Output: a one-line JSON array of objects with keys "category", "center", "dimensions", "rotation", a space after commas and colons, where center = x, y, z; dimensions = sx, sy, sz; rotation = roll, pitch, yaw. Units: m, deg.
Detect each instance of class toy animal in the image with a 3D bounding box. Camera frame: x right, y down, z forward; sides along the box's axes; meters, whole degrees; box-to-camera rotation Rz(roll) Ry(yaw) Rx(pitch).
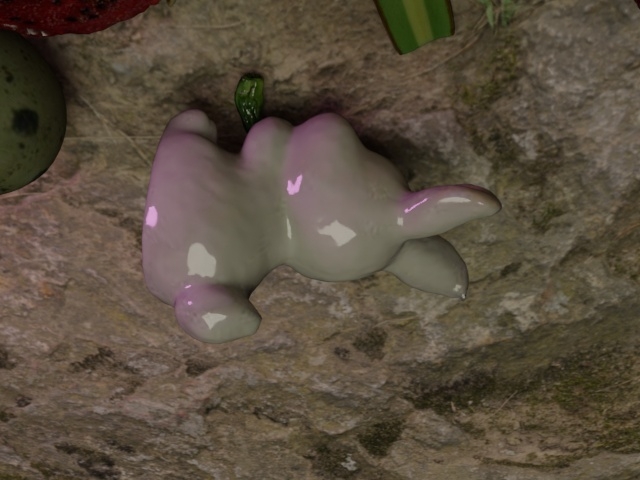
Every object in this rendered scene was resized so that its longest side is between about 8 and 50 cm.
[{"category": "toy animal", "center": [-0.004, -0.008, 0.745], "dimensions": [0.367, 0.241, 0.196], "rotation": [-4, 148, -8]}]

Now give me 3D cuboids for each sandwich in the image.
[{"category": "sandwich", "center": [0.091, -0.260, 0.696], "dimensions": [0.074, 0.074, 0.116], "rotation": [-18, 159, 13]}]

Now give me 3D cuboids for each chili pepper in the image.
[{"category": "chili pepper", "center": [-0.077, -0.150, 0.771], "dimensions": [0.034, 0.030, 0.091], "rotation": [-20, 133, -16]}]

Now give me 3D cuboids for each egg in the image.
[{"category": "egg", "center": [-0.366, -0.148, 0.680], "dimensions": [0.177, 0.177, 0.228], "rotation": [-36, 108, 26]}]

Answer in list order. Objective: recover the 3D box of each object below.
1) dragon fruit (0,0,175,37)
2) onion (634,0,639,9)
[{"category": "dragon fruit", "center": [-0.232, -0.298, 0.590], "dimensions": [0.316, 0.152, 0.205], "rotation": [-10, 158, 12]}, {"category": "onion", "center": [0.346, -0.265, 0.623], "dimensions": [0.117, 0.119, 0.119], "rotation": [-21, 130, -12]}]
